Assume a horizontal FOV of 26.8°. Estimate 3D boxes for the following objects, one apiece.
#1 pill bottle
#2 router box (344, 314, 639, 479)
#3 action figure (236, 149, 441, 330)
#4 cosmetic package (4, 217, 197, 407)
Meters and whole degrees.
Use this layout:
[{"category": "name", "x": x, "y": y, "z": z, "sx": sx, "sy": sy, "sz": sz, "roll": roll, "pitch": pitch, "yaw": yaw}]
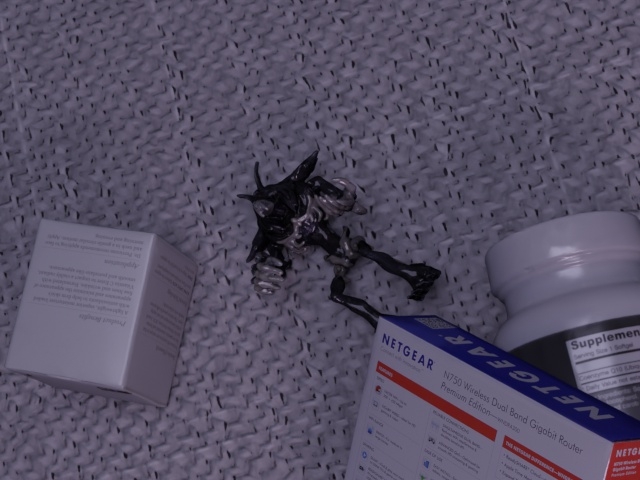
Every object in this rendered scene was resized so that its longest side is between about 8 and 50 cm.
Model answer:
[{"category": "pill bottle", "x": 0.296, "y": 0.167, "z": 1.396, "sx": 0.210, "sy": 0.210, "sz": 0.362, "roll": -15, "pitch": 72, "yaw": 10}, {"category": "router box", "x": 0.158, "y": 0.268, "z": 1.331, "sx": 0.335, "sy": 0.082, "sz": 0.301, "roll": 28, "pitch": 110, "yaw": 49}, {"category": "action figure", "x": 0.000, "y": 0.000, "z": 1.550, "sx": 0.276, "sy": 0.141, "sz": 0.164, "roll": 36, "pitch": 98, "yaw": 18}, {"category": "cosmetic package", "x": -0.253, "y": 0.087, "z": 1.581, "sx": 0.151, "sy": 0.151, "sz": 0.183, "roll": 8, "pitch": 78, "yaw": 16}]
